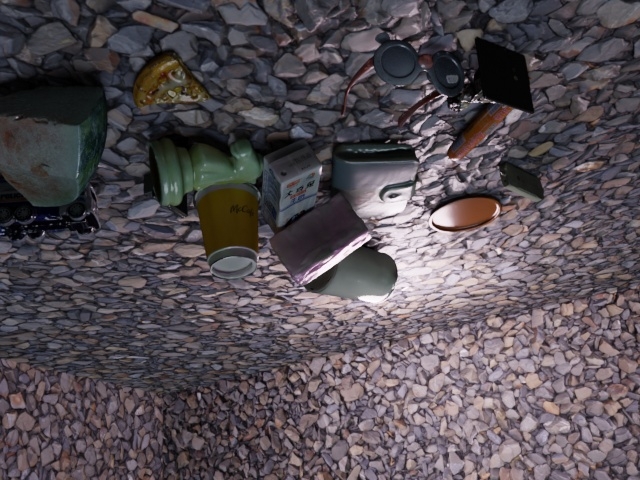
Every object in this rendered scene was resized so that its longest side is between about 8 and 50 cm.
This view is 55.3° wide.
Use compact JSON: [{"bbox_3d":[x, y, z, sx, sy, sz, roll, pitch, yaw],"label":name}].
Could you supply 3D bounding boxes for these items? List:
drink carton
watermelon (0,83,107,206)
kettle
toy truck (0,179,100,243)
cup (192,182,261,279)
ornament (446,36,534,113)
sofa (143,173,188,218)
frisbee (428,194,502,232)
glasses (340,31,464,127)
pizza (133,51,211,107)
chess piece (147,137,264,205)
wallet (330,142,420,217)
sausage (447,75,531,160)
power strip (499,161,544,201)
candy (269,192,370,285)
[{"bbox_3d":[-0.084,-0.137,1.696,0.130,0.107,0.315,-28,161,-19],"label":"drink carton"},{"bbox_3d":[-0.610,-0.222,1.335,0.258,0.229,0.387,21,153,-30],"label":"watermelon"},{"bbox_3d":[0.085,0.119,2.205,0.317,0.205,0.265,13,146,-40],"label":"kettle"},{"bbox_3d":[-0.729,-0.094,1.622,0.267,0.156,0.124,-5,155,-10],"label":"toy truck"},{"bbox_3d":[-0.253,-0.043,1.705,0.196,0.280,0.196,-7,149,-4],"label":"cup"},{"bbox_3d":[0.368,-0.335,1.422,0.166,0.153,0.196,9,159,-28],"label":"ornament"},{"bbox_3d":[-0.437,-0.120,1.712,0.060,0.085,0.147,-19,153,17],"label":"sofa"},{"bbox_3d":[0.491,-0.089,2.080,0.250,0.021,0.251,-6,155,-3],"label":"frisbee"},{"bbox_3d":[0.174,-0.364,1.418,0.234,0.118,0.268,3,172,-24],"label":"glasses"},{"bbox_3d":[-0.328,-0.332,1.358,0.184,0.036,0.176,-25,149,34],"label":"pizza"},{"bbox_3d":[-0.279,-0.189,1.566,0.297,0.176,0.176,-11,158,-23],"label":"chess piece"},{"bbox_3d":[0.155,-0.161,1.783,0.251,0.083,0.360,-1,156,0],"label":"wallet"},{"bbox_3d":[0.427,-0.305,1.578,0.053,0.053,0.348,4,152,-22],"label":"sausage"},{"bbox_3d":[0.609,-0.177,1.859,0.226,0.080,0.029,16,151,-38],"label":"power strip"},{"bbox_3d":[0.000,0.000,1.762,0.265,0.156,0.116,-33,158,-6],"label":"candy"}]
